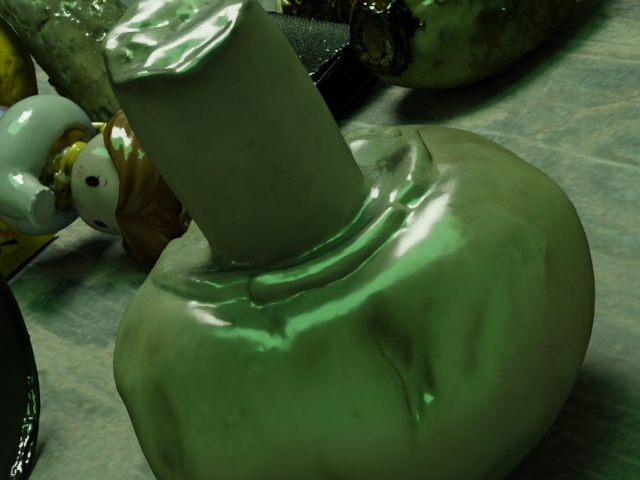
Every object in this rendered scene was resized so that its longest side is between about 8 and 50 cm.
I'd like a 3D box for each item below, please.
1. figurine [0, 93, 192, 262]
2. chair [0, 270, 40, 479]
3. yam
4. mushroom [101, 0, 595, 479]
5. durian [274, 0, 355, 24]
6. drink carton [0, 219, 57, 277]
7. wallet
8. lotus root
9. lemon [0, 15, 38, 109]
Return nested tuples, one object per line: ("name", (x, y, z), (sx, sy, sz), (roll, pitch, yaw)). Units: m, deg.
("figurine", (-0.205, -0.063, 1.514), (0.263, 0.142, 0.189), (9, 38, 25))
("chair", (-0.439, 0.133, 1.213), (0.401, 0.226, 0.226), (-15, 23, 17))
("yam", (-0.277, -0.233, 1.841), (0.133, 0.330, 0.133), (-41, -8, -7))
("mushroom", (0.000, 0.000, 0.962), (0.314, 0.336, 0.314), (-20, 30, 12))
("durian", (0.014, -0.301, 1.867), (0.138, 0.193, 0.237), (11, 73, 6))
("drink carton", (-0.427, 0.040, 1.565), (0.154, 0.111, 0.351), (-6, 27, 36))
("wallet", (-0.083, -0.158, 1.688), (0.221, 0.071, 0.262), (17, 49, 35))
("lotus root", (0.160, -0.250, 1.619), (0.309, 0.173, 0.173), (-34, 24, -29))
("lemon", (-0.465, -0.161, 1.885), (0.260, 0.260, 0.284), (3, 47, 47))
